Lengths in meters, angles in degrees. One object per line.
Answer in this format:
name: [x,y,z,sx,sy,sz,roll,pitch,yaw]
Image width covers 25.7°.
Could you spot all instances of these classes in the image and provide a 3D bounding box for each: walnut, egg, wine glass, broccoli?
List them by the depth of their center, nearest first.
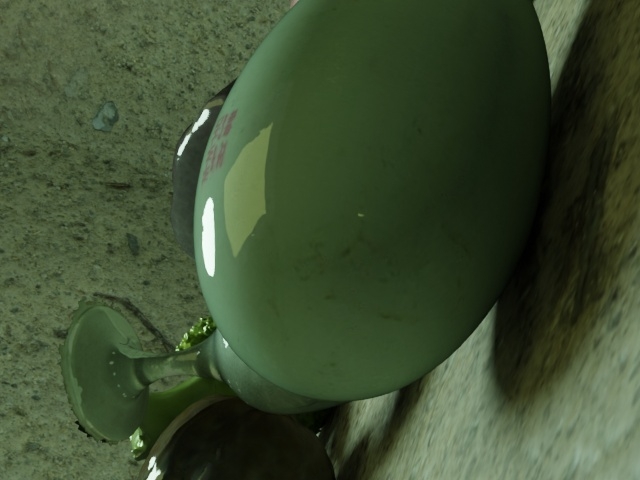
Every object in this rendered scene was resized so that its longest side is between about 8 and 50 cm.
egg: [0.043,-0.061,0.978,0.230,0.230,0.371,118,175,-61]
wine glass: [-0.074,0.098,1.267,0.143,0.321,0.143,34,-129,-56]
walnut: [-0.082,0.257,1.365,0.224,0.224,0.224,-161,90,-85]
broccoli: [-0.124,0.178,1.604,0.186,0.302,0.254,55,148,30]

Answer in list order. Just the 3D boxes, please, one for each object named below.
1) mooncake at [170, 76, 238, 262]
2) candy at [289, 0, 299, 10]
mooncake: [-0.052,-0.076,1.819,0.154,0.306,0.306,-60,-6,-58]
candy: [0.059,-0.245,1.628,0.255,0.094,0.255,3,94,51]
